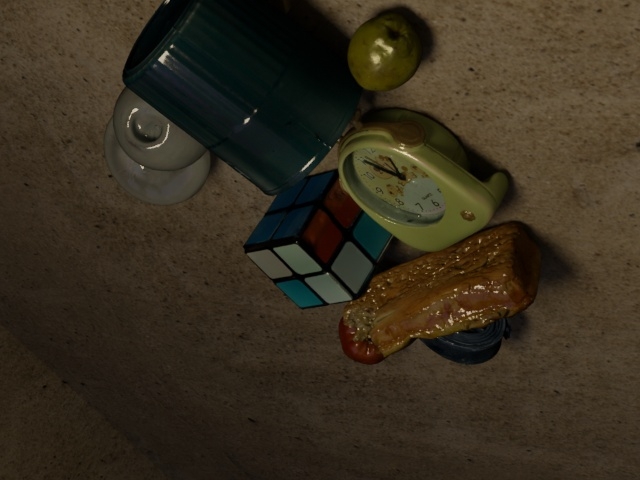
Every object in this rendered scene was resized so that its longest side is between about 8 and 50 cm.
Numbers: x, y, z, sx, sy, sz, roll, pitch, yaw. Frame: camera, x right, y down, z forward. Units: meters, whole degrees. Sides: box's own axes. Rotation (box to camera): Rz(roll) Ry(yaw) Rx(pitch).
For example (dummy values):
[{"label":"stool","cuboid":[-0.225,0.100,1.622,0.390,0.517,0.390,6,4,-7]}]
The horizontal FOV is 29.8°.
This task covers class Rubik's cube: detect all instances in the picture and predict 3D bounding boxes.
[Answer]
[{"label":"Rubik's cube","cuboid":[0.000,0.000,2.174,0.180,0.183,0.167,44,150,-25]}]

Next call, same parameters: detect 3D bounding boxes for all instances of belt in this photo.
[{"label":"belt","cuboid":[0.253,0.141,2.189,0.190,0.141,0.082,34,155,19]}]

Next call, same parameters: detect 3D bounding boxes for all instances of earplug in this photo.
[{"label":"earplug","cuboid":[-0.300,-0.179,2.183,0.214,0.175,0.325,33,151,1]}]

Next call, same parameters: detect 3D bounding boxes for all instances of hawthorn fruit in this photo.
[{"label":"hawthorn fruit","cuboid":[0.101,0.187,2.444,0.125,0.140,0.125,7,106,25]}]

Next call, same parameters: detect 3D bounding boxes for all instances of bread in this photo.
[{"label":"bread","cuboid":[0.198,0.104,2.049,0.380,0.185,0.109,-23,123,33]}]

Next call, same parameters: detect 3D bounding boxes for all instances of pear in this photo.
[{"label":"pear","cuboid":[0.094,-0.272,1.752,0.107,0.107,0.131,30,149,3]}]

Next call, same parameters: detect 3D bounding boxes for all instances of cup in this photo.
[{"label":"cup","cuboid":[-0.120,-0.266,1.834,0.292,0.307,0.242,35,125,-23]}]

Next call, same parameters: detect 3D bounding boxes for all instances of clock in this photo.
[{"label":"clock","cuboid":[0.134,-0.119,1.953,0.308,0.096,0.235,38,151,-12]}]

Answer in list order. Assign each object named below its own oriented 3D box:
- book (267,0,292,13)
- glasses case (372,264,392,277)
[{"label":"book","cuboid":[-0.131,-0.441,1.777,0.161,0.026,0.231,19,149,22]},{"label":"glasses case","cuboid":[0.197,0.125,2.297,0.248,0.065,0.087,27,153,5]}]
